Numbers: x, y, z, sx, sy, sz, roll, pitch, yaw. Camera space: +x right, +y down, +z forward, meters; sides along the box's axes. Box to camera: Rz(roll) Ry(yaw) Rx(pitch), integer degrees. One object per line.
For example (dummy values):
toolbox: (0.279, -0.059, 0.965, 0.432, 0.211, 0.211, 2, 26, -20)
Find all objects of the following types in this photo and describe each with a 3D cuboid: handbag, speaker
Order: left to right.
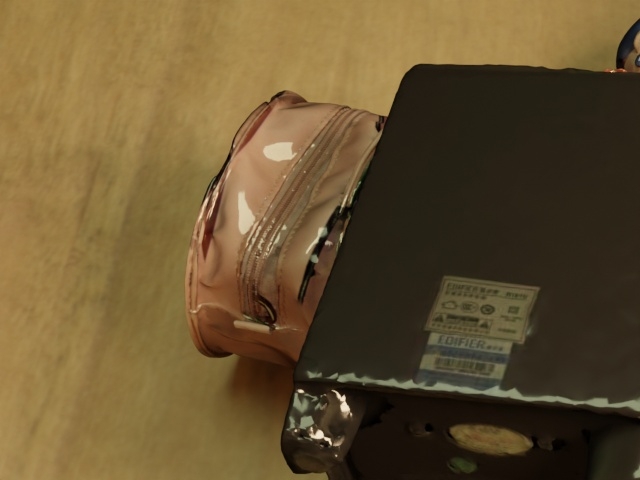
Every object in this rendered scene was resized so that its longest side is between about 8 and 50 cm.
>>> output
handbag: (0.001, 0.001, 0.934, 0.116, 0.179, 0.205, 14, 49, 21)
speaker: (0.112, 0.072, 0.775, 0.184, 0.232, 0.254, 4, 49, 21)

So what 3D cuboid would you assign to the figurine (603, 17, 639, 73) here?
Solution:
figurine: (0.234, -0.116, 1.034, 0.195, 0.111, 0.102, -26, 43, -8)
